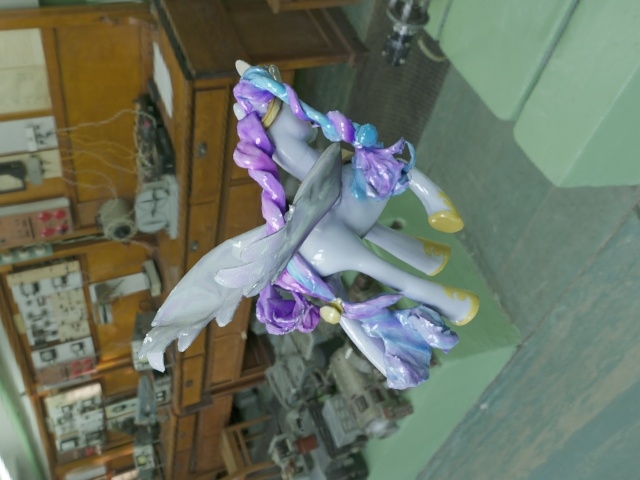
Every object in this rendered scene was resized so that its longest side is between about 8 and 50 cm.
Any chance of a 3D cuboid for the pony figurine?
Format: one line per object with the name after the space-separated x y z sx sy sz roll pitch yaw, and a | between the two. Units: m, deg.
0.000 0.000 0.709 0.303 0.363 0.351 -34 25 46 | pony figurine
